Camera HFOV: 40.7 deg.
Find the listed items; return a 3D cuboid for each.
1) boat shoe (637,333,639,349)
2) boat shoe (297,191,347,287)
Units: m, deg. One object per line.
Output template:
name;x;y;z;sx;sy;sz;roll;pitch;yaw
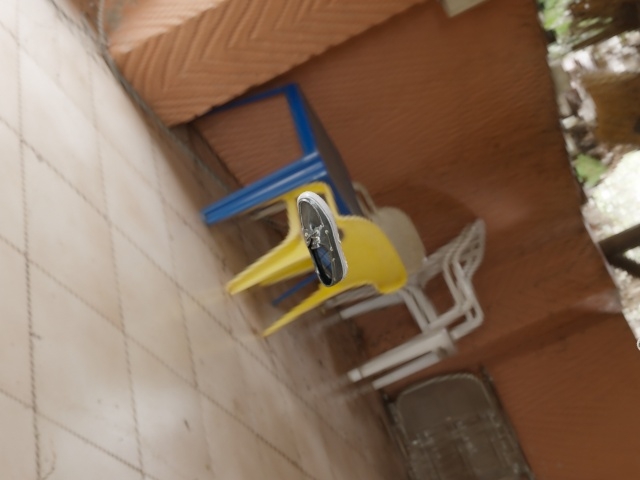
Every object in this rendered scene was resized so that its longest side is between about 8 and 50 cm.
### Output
boat shoe;0.491;0.152;1.294;0.035;0.035;0.100;56;5;24
boat shoe;0.000;0.000;1.226;0.040;0.049;0.142;-42;115;-52
